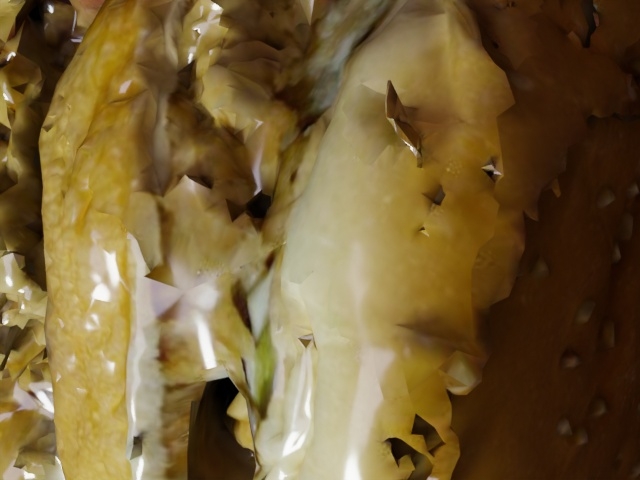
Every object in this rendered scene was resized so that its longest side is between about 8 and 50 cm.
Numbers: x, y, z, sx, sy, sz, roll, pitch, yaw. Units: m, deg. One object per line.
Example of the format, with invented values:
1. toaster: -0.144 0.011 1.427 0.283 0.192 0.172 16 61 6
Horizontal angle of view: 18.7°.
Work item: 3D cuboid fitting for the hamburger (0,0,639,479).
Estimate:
1. hamburger: -0.005 0.001 0.519 0.211 0.245 0.260 13 69 29
